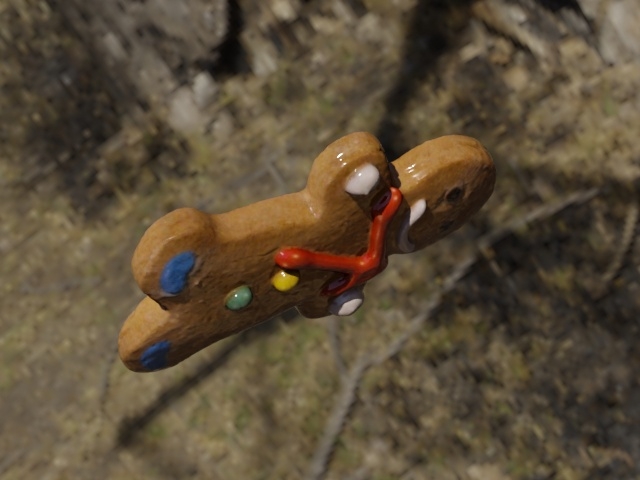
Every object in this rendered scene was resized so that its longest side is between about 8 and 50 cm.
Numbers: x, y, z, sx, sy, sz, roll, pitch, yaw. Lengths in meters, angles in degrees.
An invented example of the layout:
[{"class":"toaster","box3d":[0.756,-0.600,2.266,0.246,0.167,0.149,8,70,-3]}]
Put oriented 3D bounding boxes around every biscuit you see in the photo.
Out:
[{"class":"biscuit","box3d":[0.001,0.002,1.309,0.324,0.205,0.049,-20,59,-26]}]
